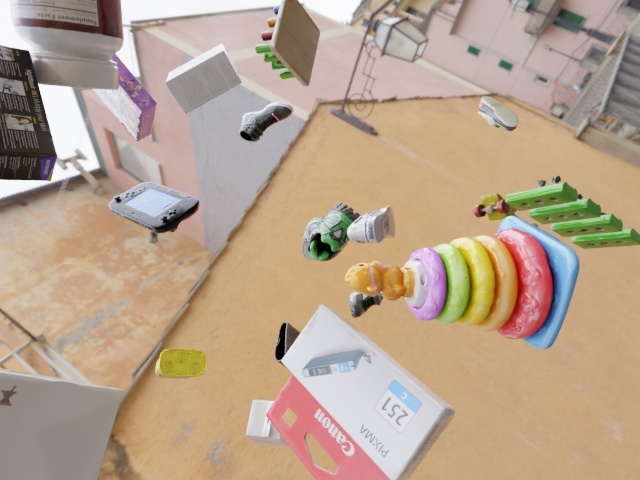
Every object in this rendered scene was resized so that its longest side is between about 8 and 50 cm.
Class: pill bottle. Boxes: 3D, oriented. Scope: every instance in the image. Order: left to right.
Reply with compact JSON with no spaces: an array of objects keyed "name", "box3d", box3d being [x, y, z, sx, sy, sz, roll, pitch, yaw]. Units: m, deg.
[{"name":"pill bottle","box3d":[-0.572,-0.555,0.958,0.224,0.224,0.391,-31,-49,-59]}]

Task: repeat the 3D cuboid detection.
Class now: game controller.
[{"name":"game controller","box3d":[-0.523,-0.111,1.326,0.166,0.319,0.067,-50,-38,-28]}]

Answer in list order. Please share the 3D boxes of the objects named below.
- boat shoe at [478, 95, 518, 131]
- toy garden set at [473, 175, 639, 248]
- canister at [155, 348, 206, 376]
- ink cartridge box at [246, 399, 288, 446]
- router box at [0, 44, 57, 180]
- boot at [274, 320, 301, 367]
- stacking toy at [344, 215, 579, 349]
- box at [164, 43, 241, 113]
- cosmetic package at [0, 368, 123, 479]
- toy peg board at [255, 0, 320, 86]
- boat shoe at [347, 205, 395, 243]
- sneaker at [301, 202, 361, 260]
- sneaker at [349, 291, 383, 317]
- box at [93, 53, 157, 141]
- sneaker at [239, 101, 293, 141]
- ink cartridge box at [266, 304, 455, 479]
[{"name":"boat shoe","box3d":[0.408,-0.286,0.980,0.049,0.137,0.043,-4,-47,-15]},{"name":"toy garden set","box3d":[0.447,-0.048,0.820,0.204,0.244,0.049,-11,59,61]},{"name":"canister","box3d":[-0.411,0.363,1.232,0.170,0.126,0.073,141,134,-58]},{"name":"ink cartridge box","box3d":[-0.134,0.482,1.119,0.143,0.090,0.092,80,-166,-55]},{"name":"router box","box3d":[-0.669,-0.256,0.797,0.243,0.308,0.081,-5,-30,-43]},{"name":"boot","box3d":[-0.023,0.268,1.087,0.090,0.206,0.248,-27,28,22]},{"name":"stacking toy","box3d":[0.182,0.060,0.609,0.175,0.302,0.165,-114,27,-64]},{"name":"box","box3d":[-0.308,-0.430,1.119,0.171,0.130,0.091,-27,-55,4]},{"name":"cosmetic package","box3d":[-0.807,0.515,1.098,0.329,0.394,0.327,34,-123,-45]},{"name":"toy peg board","box3d":[-0.085,-0.494,1.050,0.161,0.079,0.160,27,-108,-60]},{"name":"boat shoe","box3d":[0.142,-0.043,1.143,0.258,0.084,0.095,-10,-85,-66]},{"name":"sneaker","box3d":[0.000,0.000,1.314,0.146,0.134,0.343,-49,2,-24]},{"name":"sneaker","box3d":[0.168,0.211,1.520,0.234,0.106,0.078,-33,-68,-71]},{"name":"box","box3d":[-0.611,-0.460,1.248,0.057,0.293,0.201,-43,7,-29]},{"name":"sneaker","box3d":[-0.257,-0.541,1.971,0.104,0.296,0.146,42,-130,-47]},{"name":"ink cartridge box","box3d":[0.036,0.303,0.745,0.261,0.296,0.066,-56,-39,0]}]
